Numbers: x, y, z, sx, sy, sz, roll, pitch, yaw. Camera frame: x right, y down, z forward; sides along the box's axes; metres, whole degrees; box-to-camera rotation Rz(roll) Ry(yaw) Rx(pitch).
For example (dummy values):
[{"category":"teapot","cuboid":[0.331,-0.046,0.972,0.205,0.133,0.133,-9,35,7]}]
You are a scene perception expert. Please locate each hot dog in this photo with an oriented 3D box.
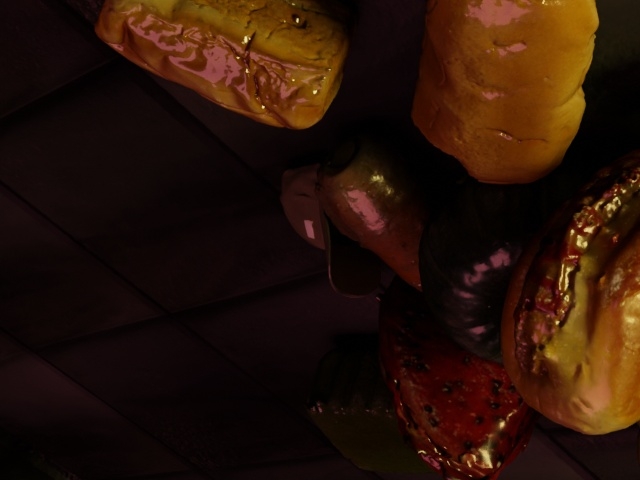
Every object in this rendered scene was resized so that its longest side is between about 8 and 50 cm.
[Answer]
[{"category":"hot dog","cuboid":[0.366,0.015,1.397,0.185,0.405,0.223,31,154,48]}]

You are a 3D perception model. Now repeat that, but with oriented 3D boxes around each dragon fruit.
[{"category":"dragon fruit","cuboid":[0.202,0.245,1.907,0.286,0.329,0.228,12,153,14]}]

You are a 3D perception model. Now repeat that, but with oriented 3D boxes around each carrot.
[{"category":"carrot","cuboid":[0.119,-0.024,1.734,0.138,0.139,0.302,-13,140,43]}]

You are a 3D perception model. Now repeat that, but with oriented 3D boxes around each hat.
[{"category":"hat","cuboid":[0.000,0.000,1.789,0.144,0.173,0.166,-7,144,37]}]

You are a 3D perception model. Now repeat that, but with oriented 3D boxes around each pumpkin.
[{"category":"pumpkin","cuboid":[0.269,0.037,1.617,0.300,0.207,0.300,5,132,6]}]

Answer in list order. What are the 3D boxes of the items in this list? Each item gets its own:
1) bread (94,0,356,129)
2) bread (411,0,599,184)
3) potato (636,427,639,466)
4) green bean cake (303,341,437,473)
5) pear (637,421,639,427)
[{"category":"bread","cuboid":[-0.111,-0.248,1.497,0.294,0.167,0.132,22,148,1]},{"category":"bread","cuboid":[0.203,-0.194,1.400,0.195,0.149,0.344,16,148,12]},{"category":"potato","cuboid":[0.579,0.267,1.890,0.271,0.160,0.111,-34,75,51]},{"category":"green bean cake","cuboid":[0.130,0.286,2.158,0.250,0.156,0.247,-4,141,36]},{"category":"pear","cuboid":[0.528,0.183,1.644,0.286,0.282,0.176,18,140,8]}]
